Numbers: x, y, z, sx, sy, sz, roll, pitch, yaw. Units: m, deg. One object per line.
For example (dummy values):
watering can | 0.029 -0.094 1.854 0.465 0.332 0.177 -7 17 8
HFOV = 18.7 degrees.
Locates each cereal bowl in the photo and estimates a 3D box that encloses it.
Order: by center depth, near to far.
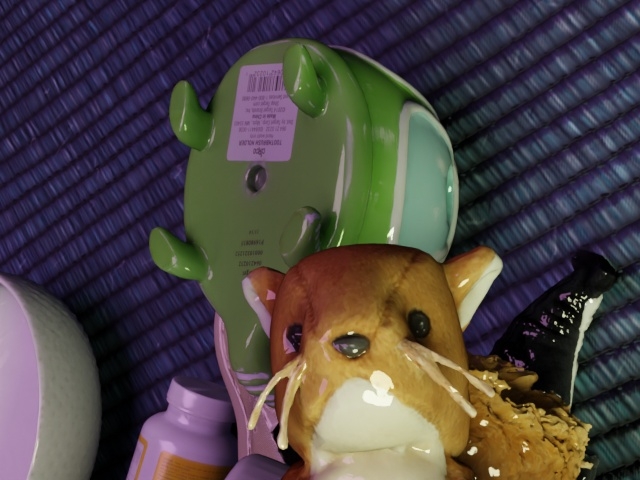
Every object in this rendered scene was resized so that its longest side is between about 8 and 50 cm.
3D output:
cereal bowl | -0.346 0.202 2.141 0.339 0.141 0.339 -14 72 47

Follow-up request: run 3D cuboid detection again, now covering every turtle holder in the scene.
turtle holder | 0.011 -0.014 1.711 0.243 0.227 0.320 -36 56 38

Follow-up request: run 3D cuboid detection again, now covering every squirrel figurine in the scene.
squirrel figurine | 0.052 0.184 1.399 0.281 0.397 0.370 -9 90 14

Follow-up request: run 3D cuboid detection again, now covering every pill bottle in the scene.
pill bottle | -0.137 0.233 1.921 0.103 0.103 0.184 27 101 49

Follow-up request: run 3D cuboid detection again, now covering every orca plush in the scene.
orca plush | 0.158 0.142 1.599 0.151 0.102 0.287 47 116 44

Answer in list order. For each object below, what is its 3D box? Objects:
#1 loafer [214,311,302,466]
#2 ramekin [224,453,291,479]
loafer | -0.029 0.145 1.827 0.092 0.102 0.268 -18 77 44
ramekin | -0.061 0.318 1.668 0.135 0.277 0.277 28 107 5
